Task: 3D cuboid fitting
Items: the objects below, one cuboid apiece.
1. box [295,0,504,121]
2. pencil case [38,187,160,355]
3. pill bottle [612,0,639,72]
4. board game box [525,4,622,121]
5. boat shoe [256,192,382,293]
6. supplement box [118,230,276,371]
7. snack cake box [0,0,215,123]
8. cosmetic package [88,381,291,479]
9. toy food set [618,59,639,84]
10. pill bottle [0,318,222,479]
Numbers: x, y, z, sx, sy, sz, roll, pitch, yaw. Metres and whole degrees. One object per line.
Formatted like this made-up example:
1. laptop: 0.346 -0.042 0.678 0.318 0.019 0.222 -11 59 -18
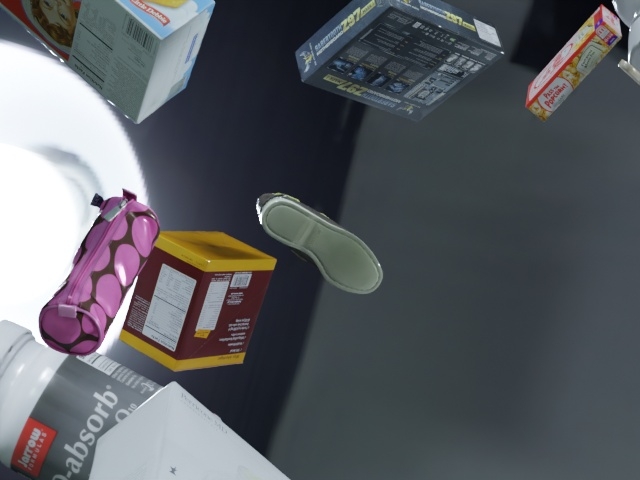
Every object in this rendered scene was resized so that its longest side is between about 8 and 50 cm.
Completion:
1. box: 0.110 -0.258 1.803 0.232 0.059 0.183 14 -39 -40
2. pencil case: -0.270 0.037 1.592 0.095 0.209 0.098 20 -41 -2
3. pill bottle: 0.423 -0.341 1.465 0.188 0.334 0.188 7 -24 3
4. board game box: 0.434 -0.305 2.242 0.045 0.193 0.147 39 22 -5
5. boat shoe: 0.000 0.000 1.978 0.227 0.081 0.069 36 7 -25
6. supplement box: -0.202 0.097 2.163 0.129 0.194 0.191 26 13 30
7. snack cake box: -0.253 -0.272 1.419 0.264 0.089 0.152 41 -35 8
8. cosmetic package: -0.138 0.318 1.436 0.224 0.138 0.225 44 20 -22
9. toy food set: 0.310 -0.065 1.024 0.132 0.038 0.192 25 15 -48
10. pill bottle: -0.345 0.274 1.921 0.363 0.210 0.210 27 -4 2
